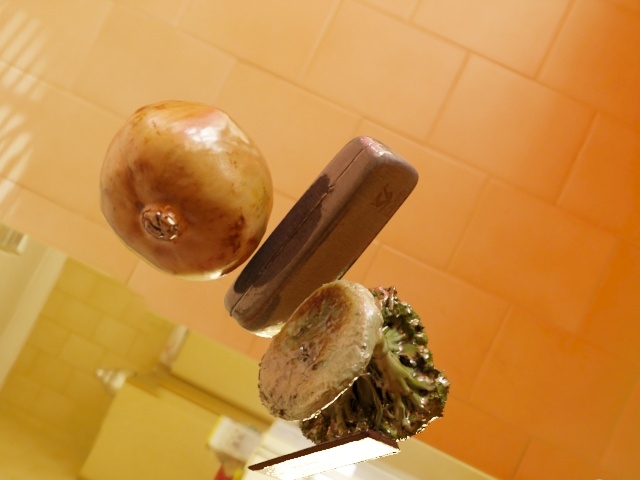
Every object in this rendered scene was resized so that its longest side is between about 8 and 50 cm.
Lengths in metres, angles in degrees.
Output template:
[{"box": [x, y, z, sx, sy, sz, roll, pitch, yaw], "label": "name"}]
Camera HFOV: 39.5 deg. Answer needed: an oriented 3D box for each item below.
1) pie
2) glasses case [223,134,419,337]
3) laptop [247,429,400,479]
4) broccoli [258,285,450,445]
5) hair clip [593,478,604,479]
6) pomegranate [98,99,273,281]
[{"box": [-0.005, 0.126, 1.034, 0.187, 0.041, 0.187, -36, 30, 25], "label": "pie"}, {"box": [0.000, 0.000, 1.241, 0.323, 0.074, 0.131, -50, -31, 12], "label": "glasses case"}, {"box": [0.007, 0.319, 1.306, 0.135, 0.197, 0.016, 40, -147, -57], "label": "laptop"}, {"box": [0.063, 0.219, 1.552, 0.321, 0.304, 0.283, -31, -25, -16], "label": "broccoli"}, {"box": [0.335, 0.479, 1.220, 0.310, 0.206, 0.194, -17, -20, -35], "label": "hair clip"}, {"box": [-0.176, -0.065, 1.182, 0.248, 0.248, 0.248, -63, -4, -8], "label": "pomegranate"}]
